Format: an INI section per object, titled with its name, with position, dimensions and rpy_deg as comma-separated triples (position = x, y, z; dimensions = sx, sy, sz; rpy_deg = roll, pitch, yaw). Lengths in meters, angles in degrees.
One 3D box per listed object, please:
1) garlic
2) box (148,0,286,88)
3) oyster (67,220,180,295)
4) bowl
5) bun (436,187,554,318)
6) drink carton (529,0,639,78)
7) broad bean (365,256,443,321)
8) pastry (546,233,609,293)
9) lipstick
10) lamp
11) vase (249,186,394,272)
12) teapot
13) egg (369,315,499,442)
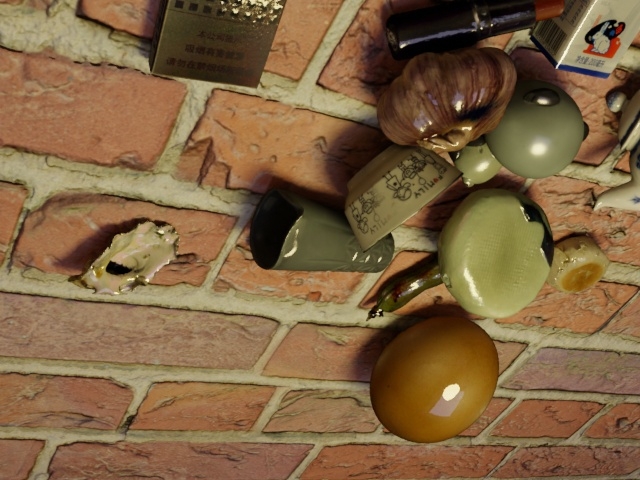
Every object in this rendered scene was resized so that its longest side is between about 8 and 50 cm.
[garlic]
position = 0.217, -0.225, 1.275
dimensions = 0.245, 0.160, 0.245
rpy_deg = -17, 166, -4
[box]
position = -0.135, -0.379, 1.111
dimensions = 0.180, 0.047, 0.325
rpy_deg = 3, 135, -24
[oyster]
position = -0.370, 0.035, 1.459
dimensions = 0.209, 0.072, 0.133
rpy_deg = -48, 128, 2
[bowl]
position = 0.134, -0.094, 1.401
dimensions = 0.238, 0.126, 0.238
rpy_deg = -40, 177, -2
[bun]
position = 0.358, 0.023, 1.624
dimensions = 0.283, 0.179, 0.283
rpy_deg = -5, 102, -25
[drink carton]
position = 0.489, -0.433, 1.242
dimensions = 0.130, 0.106, 0.315
rpy_deg = 2, 133, -25
[broad bean]
position = 0.240, 0.089, 1.739
dimensions = 0.339, 0.061, 0.077
rpy_deg = -30, 143, 13
[pastry]
position = 0.613, 0.058, 1.827
dimensions = 0.166, 0.088, 0.166
rpy_deg = -9, 136, -9
[lipstick]
position = 0.255, -0.364, 1.245
dimensions = 0.299, 0.081, 0.081
rpy_deg = -14, 138, -3
[lamp]
position = 0.366, -0.194, 1.409
dimensions = 0.244, 0.198, 0.198
rpy_deg = -22, 144, 37
[vase]
position = 0.000, 0.000, 1.508
dimensions = 0.301, 0.156, 0.251
rpy_deg = 11, 158, -37
[teapot]
position = 0.689, -0.216, 1.468
dimensions = 0.424, 0.280, 0.252
rpy_deg = -62, 167, 17
[egg]
position = 0.280, 0.342, 1.861
dimensions = 0.282, 0.282, 0.351
rpy_deg = 29, 110, -40
